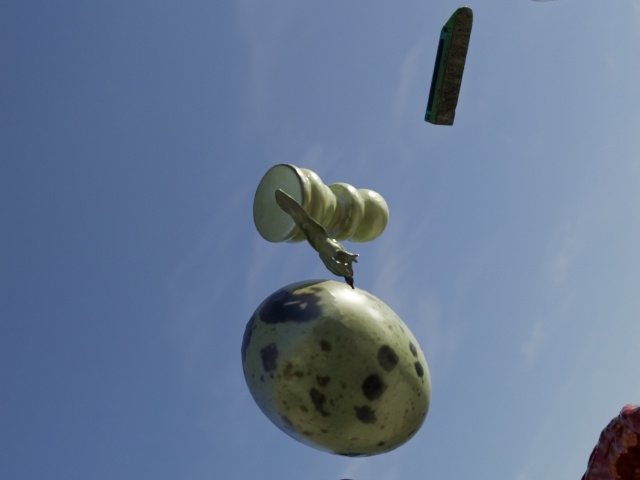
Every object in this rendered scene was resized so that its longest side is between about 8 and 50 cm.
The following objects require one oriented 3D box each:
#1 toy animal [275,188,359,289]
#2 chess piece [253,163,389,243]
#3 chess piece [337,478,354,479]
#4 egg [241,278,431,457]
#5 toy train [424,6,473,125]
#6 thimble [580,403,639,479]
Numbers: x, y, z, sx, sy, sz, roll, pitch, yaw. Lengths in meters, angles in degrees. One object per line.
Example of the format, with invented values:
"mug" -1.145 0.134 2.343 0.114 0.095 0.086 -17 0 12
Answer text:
"toy animal" 0.010 0.008 1.383 0.041 0.075 0.217 -47 -47 -7
"chess piece" 0.020 -0.053 1.790 0.251 0.144 0.144 8 -69 -39
"chess piece" 0.050 0.505 1.836 0.066 0.066 0.122 -44 -36 -30
"egg" 0.032 0.231 1.723 0.379 0.288 0.287 46 -109 -21
"toy train" 0.226 -0.310 1.736 0.044 0.042 0.209 -1 -71 -34
"thimble" 0.490 0.391 1.301 0.350 0.231 0.350 -168 90 -84
